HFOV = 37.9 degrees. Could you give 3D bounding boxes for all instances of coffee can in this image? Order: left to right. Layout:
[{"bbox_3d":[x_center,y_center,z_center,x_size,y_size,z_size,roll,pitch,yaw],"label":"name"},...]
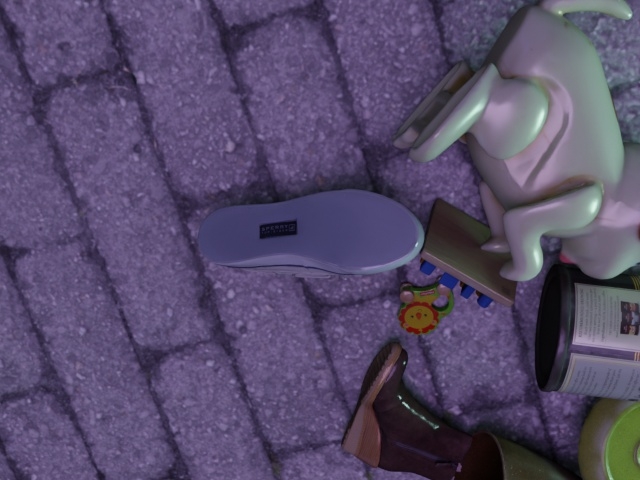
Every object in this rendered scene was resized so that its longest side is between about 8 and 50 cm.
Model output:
[{"bbox_3d":[0.491,0.153,1.457,0.275,0.201,0.201,7,110,4],"label":"coffee can"}]

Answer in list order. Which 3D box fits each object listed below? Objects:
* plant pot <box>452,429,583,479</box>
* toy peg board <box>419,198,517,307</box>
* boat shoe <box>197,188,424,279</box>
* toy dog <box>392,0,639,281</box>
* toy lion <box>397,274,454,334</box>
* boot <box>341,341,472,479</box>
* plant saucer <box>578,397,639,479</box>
[{"bbox_3d":[0.362,0.455,1.593,0.230,0.215,0.215,16,111,-13],"label":"plant pot"},{"bbox_3d":[0.224,0.038,1.478,0.161,0.160,0.079,29,126,-4],"label":"toy peg board"},{"bbox_3d":[-0.002,0.009,1.495,0.367,0.156,0.136,-5,75,20],"label":"boat shoe"},{"bbox_3d":[0.361,-0.119,1.367,0.408,0.284,0.395,42,88,-10],"label":"toy dog"},{"bbox_3d":[0.177,0.114,1.572,0.100,0.034,0.096,-12,115,10],"label":"toy lion"},{"bbox_3d":[0.166,0.302,1.614,0.207,0.090,0.248,18,116,-3],"label":"boot"},{"bbox_3d":[0.550,0.352,1.561,0.241,0.037,0.241,-1,95,-11],"label":"plant saucer"}]
